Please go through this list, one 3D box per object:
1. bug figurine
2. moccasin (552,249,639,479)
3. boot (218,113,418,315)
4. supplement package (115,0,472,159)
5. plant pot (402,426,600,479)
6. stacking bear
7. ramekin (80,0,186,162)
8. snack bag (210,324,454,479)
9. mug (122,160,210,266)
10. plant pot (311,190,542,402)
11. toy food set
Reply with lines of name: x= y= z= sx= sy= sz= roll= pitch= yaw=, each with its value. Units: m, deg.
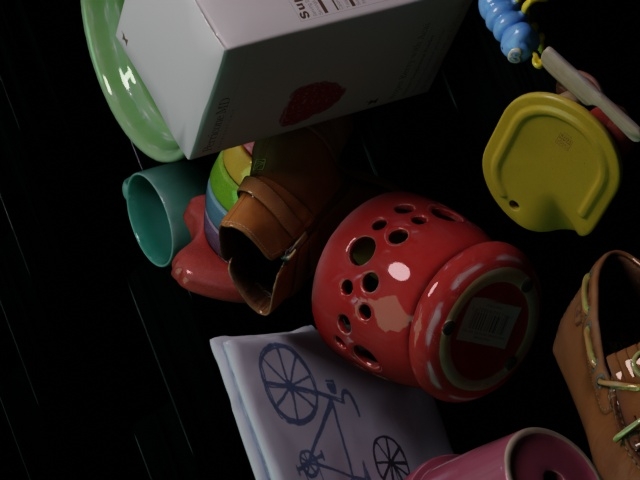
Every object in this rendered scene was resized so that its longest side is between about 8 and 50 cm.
bug figurine: x=0.151 y=-0.294 z=1.623 sx=0.279 sy=0.072 sz=0.216 roll=86 pitch=161 yaw=-50
moccasin: x=0.298 y=0.127 z=1.538 sx=0.380 sy=0.139 sz=0.147 roll=-97 pitch=14 yaw=-64
boot: x=0.000 y=0.000 z=1.916 sx=0.109 sy=0.220 sz=0.283 roll=6 pitch=139 yaw=29
supplement package: x=-0.026 y=-0.228 z=1.813 sx=0.175 sy=0.293 sz=0.177 roll=59 pitch=150 yaw=23
plant pot: x=0.186 y=0.287 z=1.855 sx=0.180 sy=0.201 sz=0.201 roll=-47 pitch=64 yaw=42
stacking bear: x=-0.049 y=-0.084 z=2.087 sx=0.175 sy=0.164 sz=0.289 roll=-82 pitch=11 yaw=-53
ramekin: x=-0.154 y=-0.256 z=2.177 sx=0.303 sy=0.148 sz=0.303 roll=37 pitch=136 yaw=47
snack bag: x=0.043 y=0.234 z=1.937 sx=0.037 sy=0.342 sz=0.323 roll=-28 pitch=77 yaw=34
mug: x=-0.190 y=-0.050 z=2.412 sx=0.158 sy=0.097 sz=0.129 roll=62 pitch=151 yaw=20
plant pot: x=0.113 y=0.065 z=1.845 sx=0.174 sy=0.191 sz=0.191 roll=30 pitch=131 yaw=47
toy food set: x=0.233 y=-0.093 z=1.679 sx=0.128 sy=0.071 sz=0.218 roll=38 pitch=145 yaw=10
